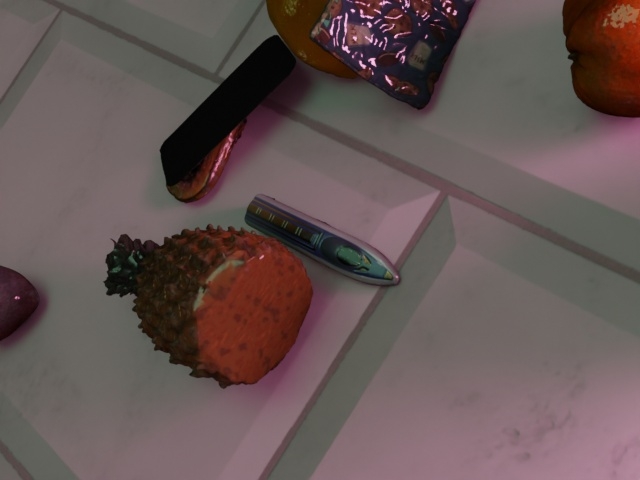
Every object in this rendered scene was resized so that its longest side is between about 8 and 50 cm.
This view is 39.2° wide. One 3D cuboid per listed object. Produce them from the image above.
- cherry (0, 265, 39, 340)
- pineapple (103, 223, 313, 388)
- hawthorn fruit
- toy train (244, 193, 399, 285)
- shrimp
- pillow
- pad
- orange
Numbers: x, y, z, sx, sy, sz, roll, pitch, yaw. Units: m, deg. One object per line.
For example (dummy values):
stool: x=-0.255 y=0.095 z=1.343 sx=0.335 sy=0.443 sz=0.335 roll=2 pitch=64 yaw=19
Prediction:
cherry: x=-0.526 y=0.130 z=1.443 sx=0.148 sy=0.115 sz=0.188 roll=0 pitch=71 yaw=-9
pineapple: x=-0.181 y=0.061 z=1.192 sx=0.362 sy=0.202 sz=0.202 roll=16 pitch=77 yaw=45
hawthorn fruit: x=0.356 y=-0.222 z=0.980 sx=0.189 sy=0.189 sz=0.189 roll=-14 pitch=61 yaw=28
toy train: x=0.001 y=0.000 z=1.185 sx=0.252 sy=0.048 sz=0.055 roll=25 pitch=86 yaw=39
shrimp: x=-0.178 y=-0.139 z=1.384 sx=0.124 sy=0.034 sz=0.178 roll=20 pitch=82 yaw=45
pillow: x=0.113 y=-0.319 z=1.186 sx=0.255 sy=0.189 sz=0.034 roll=-64 pitch=21 yaw=-11
pad: x=-0.147 y=-0.201 z=1.366 sx=0.267 sy=0.004 sz=0.181 roll=-43 pitch=31 yaw=10
orange: x=0.010 y=-0.346 z=1.274 sx=0.179 sy=0.158 sz=0.237 roll=-45 pitch=51 yaw=28
